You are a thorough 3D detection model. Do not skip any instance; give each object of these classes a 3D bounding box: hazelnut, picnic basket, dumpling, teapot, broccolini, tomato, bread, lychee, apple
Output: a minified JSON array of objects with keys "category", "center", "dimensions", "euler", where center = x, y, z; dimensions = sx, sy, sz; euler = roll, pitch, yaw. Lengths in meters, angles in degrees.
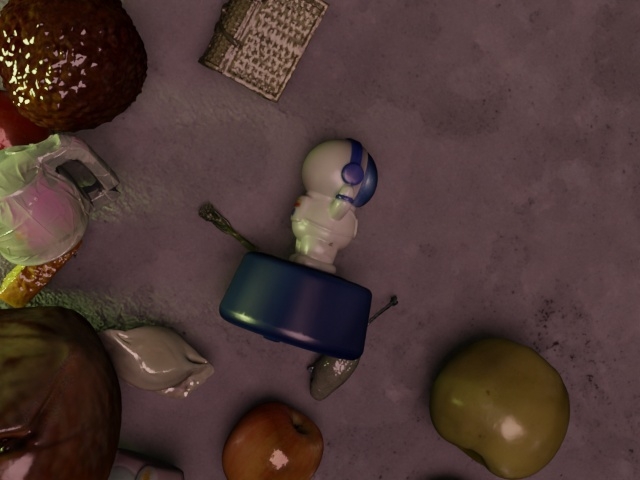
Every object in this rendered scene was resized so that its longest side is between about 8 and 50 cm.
[{"category":"hazelnut","center":[-0.503,0.289,1.570],"dimensions":[0.359,0.409,0.359],"euler":[-5,123,-7]},{"category":"picnic basket","center":[-0.107,-0.361,1.639],"dimensions":[0.154,0.134,0.196],"euler":[27,97,-18]},{"category":"dumpling","center":[-0.316,0.231,1.749],"dimensions":[0.229,0.124,0.151],"euler":[24,130,-12]},{"category":"teapot","center":[-0.456,-0.070,1.550],"dimensions":[0.221,0.163,0.178],"euler":[-9,141,7]},{"category":"broccolini","center":[-0.169,-0.018,1.755],"dimensions":[0.140,0.035,0.030],"euler":[40,97,-17]},{"category":"tomato","center":[-0.539,-0.164,1.636],"dimensions":[0.174,0.082,0.166],"euler":[24,97,-11]},{"category":"bread","center":[-0.491,0.038,1.679],"dimensions":[0.065,0.103,0.187],"euler":[41,92,-15]},{"category":"lychee","center":[-0.406,-0.301,1.536],"dimensions":[0.260,0.260,0.260],"euler":[-2,103,-9]},{"category":"apple","center":[-0.094,0.409,1.798],"dimensions":[0.199,0.199,0.199],"euler":[-2,103,-9]},{"category":"apple","center":[0.345,0.322,1.812],"dimensions":[0.262,0.262,0.262],"euler":[-2,103,-9]}]

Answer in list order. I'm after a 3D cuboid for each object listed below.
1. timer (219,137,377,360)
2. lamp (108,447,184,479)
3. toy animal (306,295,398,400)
[{"category":"timer","center":[0.000,0.000,1.695],"dimensions":[0.270,0.270,0.383],"euler":[19,88,-13]},{"category":"lamp","center":[-0.364,0.556,1.774],"dimensions":[0.247,0.247,0.301],"euler":[14,80,24]},{"category":"toy animal","center":[0.059,0.204,1.818],"dimensions":[0.070,0.079,0.253],"euler":[35,96,-26]}]
